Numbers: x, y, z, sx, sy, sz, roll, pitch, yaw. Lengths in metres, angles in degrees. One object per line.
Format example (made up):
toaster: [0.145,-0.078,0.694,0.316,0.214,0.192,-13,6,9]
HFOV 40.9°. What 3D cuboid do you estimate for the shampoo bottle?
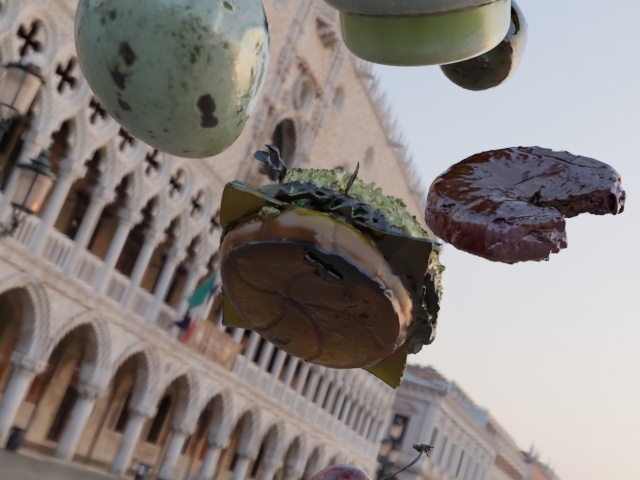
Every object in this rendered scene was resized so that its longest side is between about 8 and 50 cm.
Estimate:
shampoo bottle: [0.150,-0.437,1.277,0.323,0.322,0.317,11,-56,26]

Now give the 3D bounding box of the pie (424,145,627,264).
pie: [0.220,-0.046,0.948,0.204,0.219,0.054,15,-53,35]

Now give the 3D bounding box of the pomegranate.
pomegranate: [0.261,-0.373,1.577,0.248,0.202,0.202,-10,-17,-2]

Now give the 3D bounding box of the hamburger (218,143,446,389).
hamburger: [0.010,0.021,0.848,0.243,0.138,0.261,19,-40,10]

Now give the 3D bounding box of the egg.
egg: [-0.093,-0.125,0.582,0.131,0.131,0.164,12,-31,24]

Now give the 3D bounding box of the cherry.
cherry: [0.063,0.365,1.280,0.226,0.090,0.107,-17,-29,-27]
